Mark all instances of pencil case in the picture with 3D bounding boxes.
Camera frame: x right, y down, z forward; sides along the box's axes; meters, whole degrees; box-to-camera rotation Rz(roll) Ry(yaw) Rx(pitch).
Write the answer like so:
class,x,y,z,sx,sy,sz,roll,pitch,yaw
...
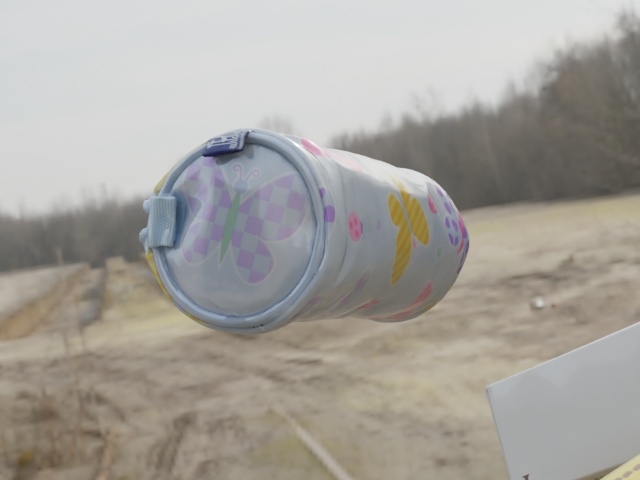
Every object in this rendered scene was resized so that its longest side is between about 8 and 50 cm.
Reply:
class,x,y,z,sx,sy,sz,roll,pitch,yaw
pencil case,0.000,0.000,0.856,0.124,0.113,0.273,-11,-6,23

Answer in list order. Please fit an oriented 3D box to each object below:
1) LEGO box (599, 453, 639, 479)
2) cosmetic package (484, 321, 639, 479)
class,x,y,z,sx,sy,sz,roll,pitch,yaw
LEGO box,0.099,0.272,0.288,0.500,0.372,0.193,-23,18,-36
cosmetic package,0.199,0.050,0.582,0.239,0.060,0.099,-27,-24,29
